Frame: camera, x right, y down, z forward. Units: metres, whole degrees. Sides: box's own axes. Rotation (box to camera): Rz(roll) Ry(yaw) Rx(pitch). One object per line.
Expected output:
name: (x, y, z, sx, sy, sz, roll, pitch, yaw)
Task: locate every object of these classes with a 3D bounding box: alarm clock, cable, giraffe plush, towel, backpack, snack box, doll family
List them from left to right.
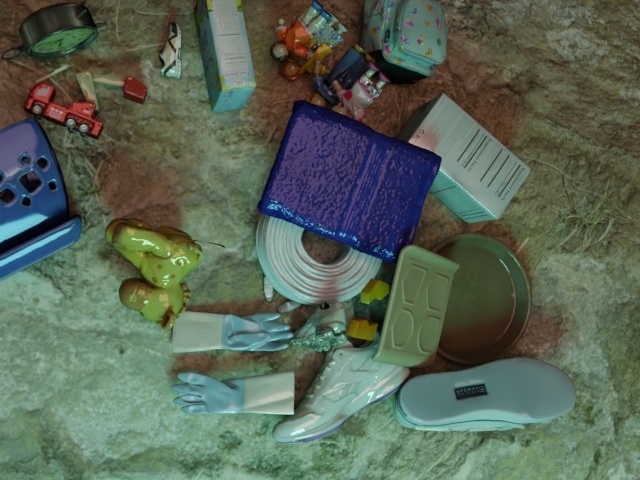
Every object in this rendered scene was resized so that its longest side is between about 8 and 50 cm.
alarm clock: (-0.490, -0.371, 1.312, 0.192, 0.129, 0.064, -25, 92, 5)
giraffe plush: (-0.295, 0.065, 1.318, 0.210, 0.181, 0.170, 16, 94, 3)
snack box: (-0.183, -0.362, 1.369, 0.070, 0.174, 0.207, -11, 89, -15)
cable: (0.000, 0.000, 1.439, 0.257, 0.089, 0.257, -12, 89, -16)
doll family: (0.015, -0.336, 1.445, 0.163, 0.118, 0.263, -42, 90, 20)
towel: (0.054, -0.107, 1.370, 0.308, 0.076, 0.227, 20, 89, -16)
backpack: (0.170, -0.433, 1.485, 0.166, 0.144, 0.188, 7, 77, -36)

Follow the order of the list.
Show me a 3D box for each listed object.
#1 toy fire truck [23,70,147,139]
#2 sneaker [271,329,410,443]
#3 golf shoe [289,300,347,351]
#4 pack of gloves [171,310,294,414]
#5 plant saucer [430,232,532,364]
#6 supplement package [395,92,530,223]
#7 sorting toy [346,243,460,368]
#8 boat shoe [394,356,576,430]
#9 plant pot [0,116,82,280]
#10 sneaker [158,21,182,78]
toy fire truck: (-0.434, -0.264, 1.357, 0.192, 0.047, 0.135, 22, 80, -13)
sneaker: (0.022, 0.283, 1.427, 0.305, 0.114, 0.152, -28, 87, -24)
golf shoe: (0.002, 0.164, 1.392, 0.069, 0.176, 0.086, 21, 67, -25)
pack of gloves: (-0.165, 0.233, 1.386, 0.232, 0.046, 0.195, 1, 69, -4)
plant saucer: (0.318, 0.123, 1.548, 0.278, 0.041, 0.278, 1, 87, -16)
supplement package: (0.280, -0.163, 1.506, 0.244, 0.139, 0.134, 38, 78, -11)
sorting toy: (0.155, 0.122, 1.381, 0.307, 0.041, 0.229, 20, 86, -51)
boat shoe: (0.324, 0.334, 1.483, 0.367, 0.156, 0.136, -6, 63, -11)
plant pot: (-0.530, -0.056, 1.225, 0.236, 0.236, 0.212, -29, 101, -15)
sneaker: (-0.290, -0.369, 1.409, 0.044, 0.040, 0.109, 1, 86, -14)
